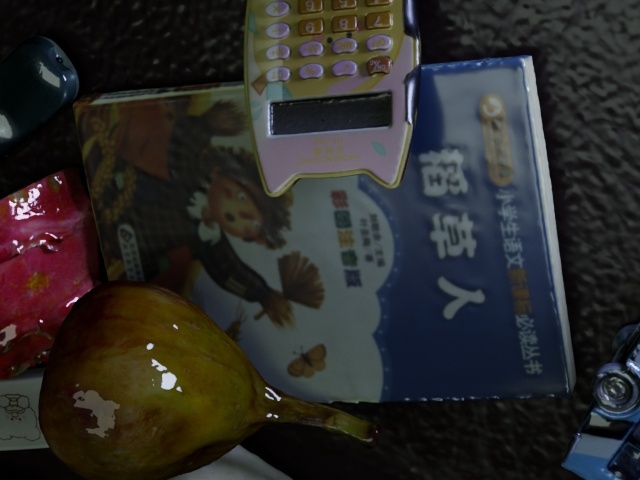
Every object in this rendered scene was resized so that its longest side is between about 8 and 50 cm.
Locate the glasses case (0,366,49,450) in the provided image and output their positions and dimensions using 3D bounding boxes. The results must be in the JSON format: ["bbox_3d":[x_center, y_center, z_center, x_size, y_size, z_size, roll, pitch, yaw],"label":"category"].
[{"bbox_3d":[-0.288,0.163,1.807,0.193,0.049,0.074,-6,107,25],"label":"glasses case"}]

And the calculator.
[{"bbox_3d":[0.011,-0.155,1.547,0.157,0.033,0.236,-2,87,24],"label":"calculator"}]

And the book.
[{"bbox_3d":[0.000,0.000,1.635,0.428,0.039,0.300,-4,107,24],"label":"book"}]

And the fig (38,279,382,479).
[{"bbox_3d":[-0.113,0.160,1.636,0.290,0.190,0.190,33,119,-12],"label":"fig"}]

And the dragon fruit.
[{"bbox_3d":[-0.324,0.046,1.737,0.262,0.189,0.163,-26,67,32],"label":"dragon fruit"}]

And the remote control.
[{"bbox_3d":[-0.308,-0.106,1.721,0.222,0.042,0.072,-36,91,29],"label":"remote control"}]

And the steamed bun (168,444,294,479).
[{"bbox_3d":[-0.125,0.353,1.721,0.276,0.203,0.289,34,118,7],"label":"steamed bun"}]

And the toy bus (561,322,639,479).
[{"bbox_3d":[0.314,0.083,1.501,0.131,0.106,0.297,33,119,6],"label":"toy bus"}]
